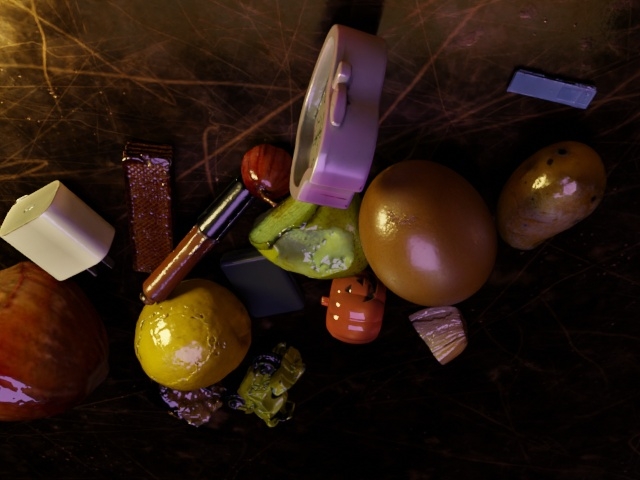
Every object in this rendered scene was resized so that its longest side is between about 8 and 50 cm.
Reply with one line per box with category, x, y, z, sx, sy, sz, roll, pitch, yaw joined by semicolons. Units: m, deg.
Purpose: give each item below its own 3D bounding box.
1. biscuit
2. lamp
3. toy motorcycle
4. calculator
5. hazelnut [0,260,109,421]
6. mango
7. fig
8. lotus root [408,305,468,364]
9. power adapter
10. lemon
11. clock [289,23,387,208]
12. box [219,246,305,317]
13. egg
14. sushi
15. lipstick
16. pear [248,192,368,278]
biscuit;-0.393;-0.070;1.821;0.107;0.073;0.388;5;137;-3
lamp;0.081;0.163;1.939;0.163;0.188;0.188;11;136;3
toy motorcycle;-0.147;0.437;2.279;0.206;0.142;0.342;18;136;-16
calculator;0.461;-0.302;1.544;0.171;0.018;0.057;10;135;-6
hazelnut;-0.732;0.265;1.951;0.420;0.421;0.353;31;112;-25
mango;0.480;-0.093;1.670;0.176;0.175;0.329;47;151;2
fig;-0.110;-0.134;1.695;0.128;0.151;0.128;-9;173;-1
lotus root;0.331;0.244;2.081;0.135;0.095;0.160;-24;89;20
power adapter;-0.609;-0.001;1.873;0.187;0.124;0.255;-22;130;26
lemon;-0.326;0.240;1.990;0.296;0.297;0.297;2;136;2
clock;0.034;-0.223;1.449;0.102;0.339;0.339;12;136;-11
box;-0.147;0.106;1.997;0.160;0.050;0.230;-12;134;16
egg;0.229;-0.014;1.672;0.282;0.283;0.351;-18;130;22
sushi;-0.392;0.437;2.278;0.213;0.204;0.200;-38;101;-8
lipstick;-0.290;0.008;1.824;0.077;0.077;0.418;33;115;-26
pear;0.000;0.000;1.802;0.292;0.159;0.292;1;138;1
